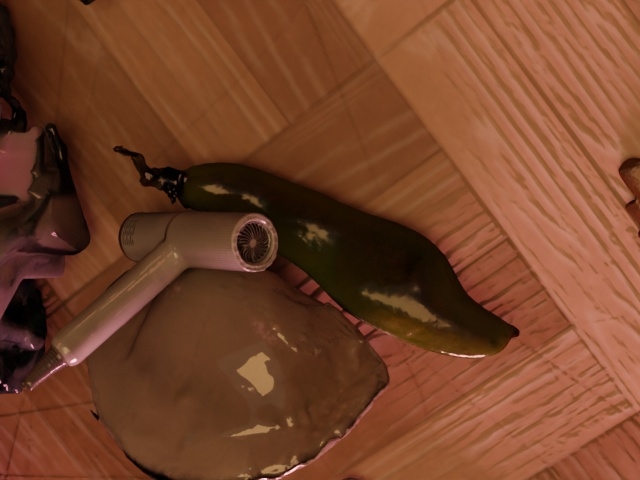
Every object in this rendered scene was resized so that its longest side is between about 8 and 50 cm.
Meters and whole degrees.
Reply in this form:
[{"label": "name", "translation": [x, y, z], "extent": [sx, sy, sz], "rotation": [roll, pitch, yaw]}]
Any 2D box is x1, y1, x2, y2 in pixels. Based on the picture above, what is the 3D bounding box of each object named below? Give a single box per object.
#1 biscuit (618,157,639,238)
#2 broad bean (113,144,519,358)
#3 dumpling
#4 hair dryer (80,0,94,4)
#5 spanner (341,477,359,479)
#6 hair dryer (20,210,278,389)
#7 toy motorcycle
[{"label": "biscuit", "translation": [0.254, -0.024, 0.845], "extent": [0.082, 0.016, 0.092], "rotation": [7, 102, 11]}, {"label": "broad bean", "translation": [0.000, 0.003, 0.885], "extent": [0.325, 0.075, 0.067], "rotation": [25, 133, 9]}, {"label": "dumpling", "translation": [-0.075, 0.106, 0.877], "extent": [0.247, 0.172, 0.142], "rotation": [16, 150, 27]}, {"label": "hair dryer", "translation": [-0.276, -0.211, 0.829], "extent": [0.195, 0.219, 0.075], "rotation": [42, 139, 0]}, {"label": "spanner", "translation": [0.145, 0.294, 0.929], "extent": [0.325, 0.040, 0.095], "rotation": [24, 106, 8]}, {"label": "hair dryer", "translation": [-0.132, 0.047, 0.817], "extent": [0.155, 0.183, 0.044], "rotation": [-1, 132, 51]}, {"label": "toy motorcycle", "translation": [-0.274, -0.029, 0.875], "extent": [0.143, 0.188, 0.327], "rotation": [0, 103, 20]}]
